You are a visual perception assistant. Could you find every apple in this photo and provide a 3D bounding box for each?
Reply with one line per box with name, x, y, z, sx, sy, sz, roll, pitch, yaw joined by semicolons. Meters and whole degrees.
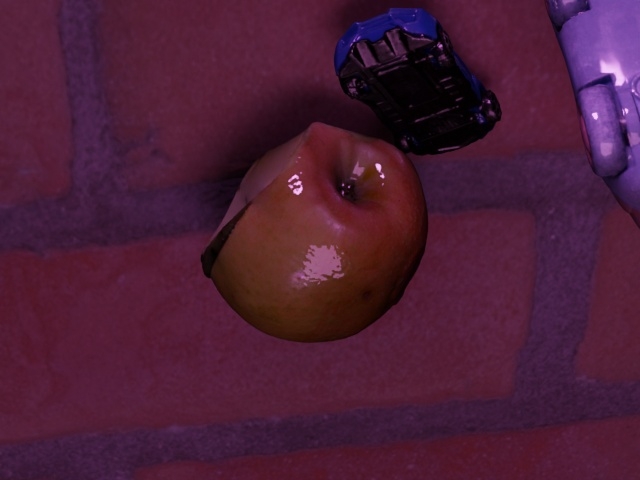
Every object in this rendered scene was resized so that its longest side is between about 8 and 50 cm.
apple;0.000;0.000;1.658;0.207;0.174;0.188;-6;165;-23

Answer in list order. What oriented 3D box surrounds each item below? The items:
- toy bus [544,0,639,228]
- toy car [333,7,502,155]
toy bus;0.295;-0.137;1.502;0.197;0.294;0.232;-15;157;4
toy car;0.087;-0.139;1.605;0.103;0.063;0.216;-19;154;17
